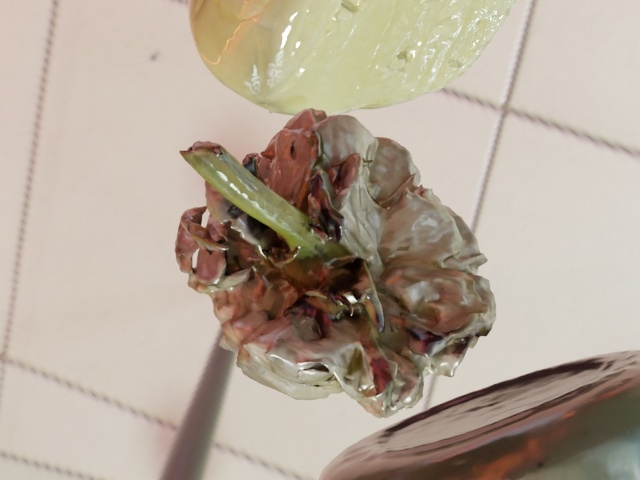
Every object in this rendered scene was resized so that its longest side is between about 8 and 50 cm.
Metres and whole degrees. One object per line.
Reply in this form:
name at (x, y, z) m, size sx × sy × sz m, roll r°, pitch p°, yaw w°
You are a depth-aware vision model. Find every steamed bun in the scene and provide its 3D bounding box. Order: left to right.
steamed bun at (0.036, -0.217, 1.333) m, size 0.166 × 0.273 × 0.232 m, roll 49°, pitch 135°, yaw 28°

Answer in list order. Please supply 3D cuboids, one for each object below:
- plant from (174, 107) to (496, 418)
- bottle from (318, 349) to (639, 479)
plant at (0.000, 0.000, 0.658) m, size 0.116 × 0.122 × 0.104 m, roll 29°, pitch 80°, yaw 27°
bottle at (0.130, 0.225, 0.760) m, size 0.168 × 0.168 × 0.347 m, roll -20°, pitch 92°, yaw 29°
